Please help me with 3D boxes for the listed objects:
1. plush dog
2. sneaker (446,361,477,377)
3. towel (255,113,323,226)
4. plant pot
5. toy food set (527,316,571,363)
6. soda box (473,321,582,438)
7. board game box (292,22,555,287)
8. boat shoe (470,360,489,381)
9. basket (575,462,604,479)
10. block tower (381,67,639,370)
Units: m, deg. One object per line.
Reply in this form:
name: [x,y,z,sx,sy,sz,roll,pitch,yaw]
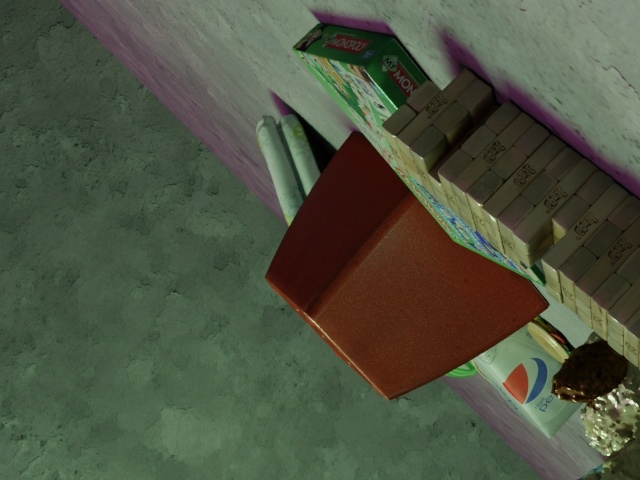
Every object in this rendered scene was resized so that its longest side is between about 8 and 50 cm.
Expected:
plush dog: [0.332,0.182,1.157,0.225,0.211,0.262,62,-162,20]
sneaker: [0.219,0.172,2.168,0.295,0.109,0.123,50,177,-37]
towel: [0.000,0.000,1.959,0.320,0.090,0.374,59,-170,-70]
plant pot: [0.088,0.049,1.554,0.267,0.236,0.267,47,174,-25]
toy food set: [0.318,0.139,1.620,0.083,0.020,0.082,43,174,29]
soda box: [0.286,0.172,1.741,0.098,0.091,0.286,38,172,50]
board game box: [0.115,-0.095,1.263,0.317,0.046,0.213,47,175,-24]
boat shoe: [0.268,0.178,2.041,0.190,0.068,0.072,54,162,8]
basket: [0.505,0.527,1.995,0.255,0.201,0.289,46,-154,-13]
block tower: [0.203,-0.012,0.980,0.335,0.091,0.097,42,175,24]
